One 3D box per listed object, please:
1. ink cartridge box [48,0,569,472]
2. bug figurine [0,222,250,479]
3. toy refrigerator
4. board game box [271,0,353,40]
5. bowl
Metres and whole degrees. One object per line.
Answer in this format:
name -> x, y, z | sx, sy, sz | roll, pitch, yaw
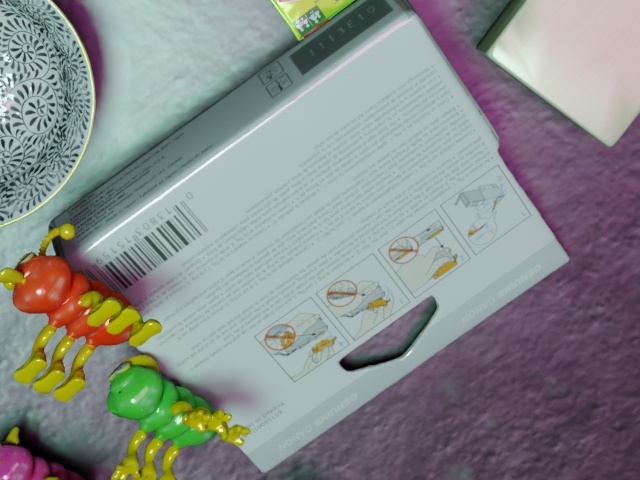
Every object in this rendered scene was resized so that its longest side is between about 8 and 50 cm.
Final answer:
ink cartridge box -> 0.000, 0.000, 1.005 | 0.275, 0.060, 0.239 | -35, 127, 4
bug figurine -> -0.187, 0.114, 0.964 | 0.279, 0.072, 0.216 | -35, 130, 22
toy refrigerator -> 0.222, -0.200, 0.957 | 0.102, 0.094, 0.269 | 35, 98, -5
board game box -> 0.032, -0.220, 0.958 | 0.181, 0.043, 0.092 | -35, 105, 5
bowl -> -0.226, -0.096, 0.948 | 0.170, 0.080, 0.170 | -1, 105, -5
